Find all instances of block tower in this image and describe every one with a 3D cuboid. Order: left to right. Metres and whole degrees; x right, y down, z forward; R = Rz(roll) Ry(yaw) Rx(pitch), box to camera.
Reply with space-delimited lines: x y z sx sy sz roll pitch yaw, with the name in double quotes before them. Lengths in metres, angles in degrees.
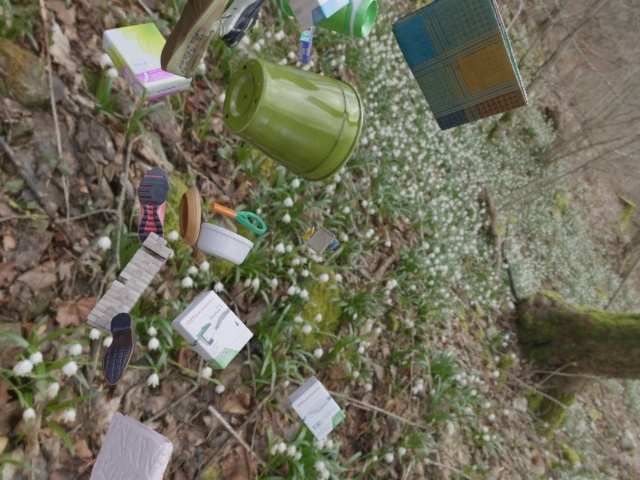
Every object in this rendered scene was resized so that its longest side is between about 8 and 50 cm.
"block tower" -0.605 0.138 1.346 0.091 0.097 0.336 34 71 -11

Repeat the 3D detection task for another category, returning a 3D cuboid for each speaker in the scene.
"speaker" 0.016 -0.714 1.266 0.296 0.131 0.131 26 30 15

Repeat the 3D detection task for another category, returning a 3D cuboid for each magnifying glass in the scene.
"magnifying glass" -0.279 -0.080 1.452 0.231 0.026 0.092 26 28 -46

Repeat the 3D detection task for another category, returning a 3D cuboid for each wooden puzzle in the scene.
"wooden puzzle" 0.000 0.000 1.246 0.116 0.078 0.014 44 0 39

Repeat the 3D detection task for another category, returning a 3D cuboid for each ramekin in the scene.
"ramekin" -0.475 0.023 2.047 0.272 0.127 0.273 20 -11 4

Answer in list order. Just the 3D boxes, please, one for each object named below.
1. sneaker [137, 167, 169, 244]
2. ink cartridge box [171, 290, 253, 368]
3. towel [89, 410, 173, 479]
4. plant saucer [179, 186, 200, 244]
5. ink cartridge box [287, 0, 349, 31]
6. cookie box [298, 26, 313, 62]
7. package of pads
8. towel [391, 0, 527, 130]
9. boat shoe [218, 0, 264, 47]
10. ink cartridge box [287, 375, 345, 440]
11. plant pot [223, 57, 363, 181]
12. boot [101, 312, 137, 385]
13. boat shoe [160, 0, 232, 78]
"sneaker" -0.681 -0.133 1.677 0.115 0.314 0.136 7 -1 -25
"ink cartridge box" -0.367 0.303 1.426 0.219 0.092 0.160 51 54 -14
"towel" -0.562 0.696 1.187 0.317 0.332 0.053 2 -20 42
"plant saucer" -0.452 -0.083 1.436 0.037 0.200 0.200 2 41 -30
"ink cartridge box" -0.022 -0.566 0.931 0.090 0.092 0.143 -46 119 -26
"cookie box" -0.058 -0.773 1.643 0.040 0.092 0.107 9 57 -1
"package of pads" -0.709 -0.726 1.704 0.229 0.101 0.297 -35 89 -37
"towel" 0.389 -0.493 1.167 0.370 0.271 0.040 50 50 -32
"boat shoe" -0.228 -0.700 1.290 0.084 0.233 0.079 34 -6 34
"ink cartridge box" -0.018 0.703 1.764 0.208 0.153 0.087 56 -15 -11
"plant pot" -0.113 -0.411 1.379 0.353 0.366 0.366 10 36 -42
"boot" -0.569 0.329 1.217 0.082 0.106 0.219 -6 49 -6
"boat shoe" -0.307 -0.532 1.063 0.089 0.285 0.105 13 55 -44
